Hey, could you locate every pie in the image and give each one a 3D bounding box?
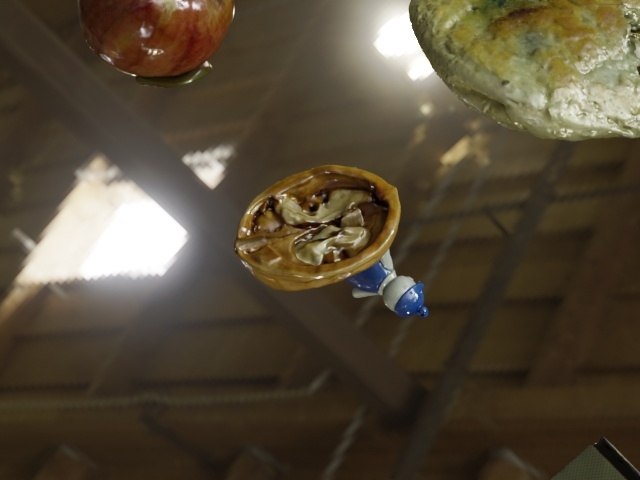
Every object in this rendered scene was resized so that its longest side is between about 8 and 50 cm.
[{"bbox_3d":[0.240,-0.236,1.925,0.338,0.075,0.337,2,-129,-3],"label":"pie"}]

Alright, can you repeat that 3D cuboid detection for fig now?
[{"bbox_3d":[-0.206,-0.278,2.229,0.205,0.205,0.205,-34,-151,22],"label":"fig"}]

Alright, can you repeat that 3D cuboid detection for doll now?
[{"bbox_3d":[0.069,0.041,2.100,0.058,0.143,0.098,-29,151,-42],"label":"doll"}]

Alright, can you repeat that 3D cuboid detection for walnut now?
[{"bbox_3d":[0.000,0.000,1.279,0.121,0.052,0.091,-19,-127,-7],"label":"walnut"}]

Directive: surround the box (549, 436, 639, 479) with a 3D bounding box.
[{"bbox_3d":[0.322,0.322,1.548,0.084,0.310,0.198,-41,-141,-1],"label":"box"}]
